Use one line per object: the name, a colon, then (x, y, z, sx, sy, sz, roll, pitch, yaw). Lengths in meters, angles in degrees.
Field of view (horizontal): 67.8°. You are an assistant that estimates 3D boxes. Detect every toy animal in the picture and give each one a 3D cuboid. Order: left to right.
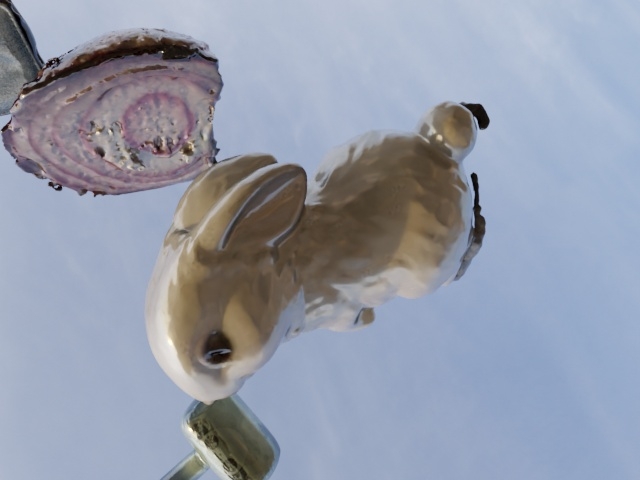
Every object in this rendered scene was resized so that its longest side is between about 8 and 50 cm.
toy animal: (0.000, 0.000, 0.472, 0.357, 0.258, 0.194, -20, -142, -35)

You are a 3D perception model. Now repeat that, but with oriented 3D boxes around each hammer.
hammer: (-0.142, 0.255, 0.520, 0.194, 0.069, 0.116, -42, -91, 5)

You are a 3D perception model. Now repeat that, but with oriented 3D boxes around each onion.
onion: (-0.278, -0.186, 0.654, 0.279, 0.314, 0.146, -9, -108, -22)

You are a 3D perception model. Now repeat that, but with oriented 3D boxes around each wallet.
wallet: (-0.515, -0.244, 0.682, 0.222, 0.167, 0.036, -21, -126, -13)
